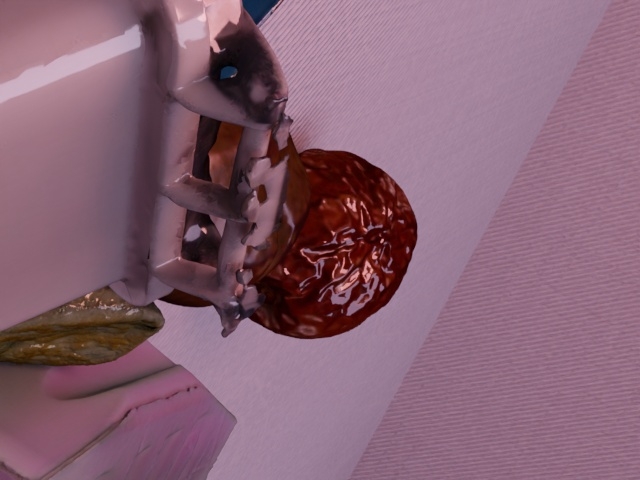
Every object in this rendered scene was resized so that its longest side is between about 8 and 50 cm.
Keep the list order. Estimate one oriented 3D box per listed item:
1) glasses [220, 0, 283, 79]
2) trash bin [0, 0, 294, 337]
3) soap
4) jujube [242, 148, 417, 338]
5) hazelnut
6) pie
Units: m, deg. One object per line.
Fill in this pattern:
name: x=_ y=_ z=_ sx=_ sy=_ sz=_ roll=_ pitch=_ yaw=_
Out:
glasses: x=-0.101 y=-0.258 z=1.029 sx=0.239 sy=0.102 sz=0.207 roll=-50 pitch=136 yaw=-16
trash bin: x=-0.227 y=-0.040 z=0.612 sx=0.367 sy=0.296 sz=0.256 roll=-30 pitch=156 yaw=-31
soap: x=-0.254 y=0.223 z=1.346 sx=0.261 sy=0.156 sz=0.446 roll=-60 pitch=163 yaw=13
jujube: x=0.000 y=0.000 z=1.576 sx=0.232 sy=0.213 sz=0.213 roll=-46 pitch=161 yaw=-37
hazelnut: x=-0.130 y=-0.049 z=1.130 sx=0.251 sy=0.217 sz=0.217 roll=-3 pitch=126 yaw=-59
pie: x=-0.230 y=0.076 z=1.163 sx=0.186 sy=0.041 sz=0.187 roll=-9 pitch=162 yaw=-3
